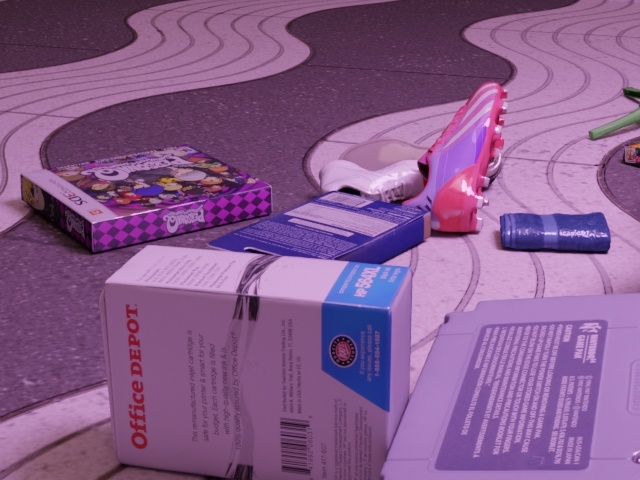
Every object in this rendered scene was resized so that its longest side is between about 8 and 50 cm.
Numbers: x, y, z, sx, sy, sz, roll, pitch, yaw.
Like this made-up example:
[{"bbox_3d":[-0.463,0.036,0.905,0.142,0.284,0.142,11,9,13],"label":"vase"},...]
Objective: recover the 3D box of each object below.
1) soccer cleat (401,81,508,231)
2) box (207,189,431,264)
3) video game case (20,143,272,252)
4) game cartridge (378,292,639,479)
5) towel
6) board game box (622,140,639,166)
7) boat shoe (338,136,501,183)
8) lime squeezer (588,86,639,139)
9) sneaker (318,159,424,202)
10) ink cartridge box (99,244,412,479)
[{"bbox_3d":[0.164,-0.107,1.337,0.095,0.083,0.248,9,49,11],"label":"soccer cleat"},{"bbox_3d":[0.000,0.000,1.205,0.136,0.036,0.225,15,24,35],"label":"box"},{"bbox_3d":[-0.209,-0.056,1.348,0.232,0.041,0.210,-13,26,-32],"label":"video game case"},{"bbox_3d":[0.160,0.123,0.789,0.196,0.060,0.294,-8,21,22],"label":"game cartridge"},{"bbox_3d":[0.257,-0.011,1.245,0.119,0.029,0.067,2,21,5],"label":"towel"},{"bbox_3d":[0.552,-0.127,1.561,0.260,0.030,0.136,-16,24,-36],"label":"board game box"},{"bbox_3d":[0.126,-0.087,1.439,0.206,0.075,0.065,-2,-23,8],"label":"boat shoe"},{"bbox_3d":[0.498,-0.213,1.751,0.110,0.058,0.310,9,23,22],"label":"lime squeezer"},{"bbox_3d":[0.073,-0.061,1.365,0.152,0.053,0.061,-1,36,3],"label":"sneaker"},{"bbox_3d":[-0.042,0.089,0.806,0.203,0.148,0.086,6,22,14],"label":"ink cartridge box"}]
